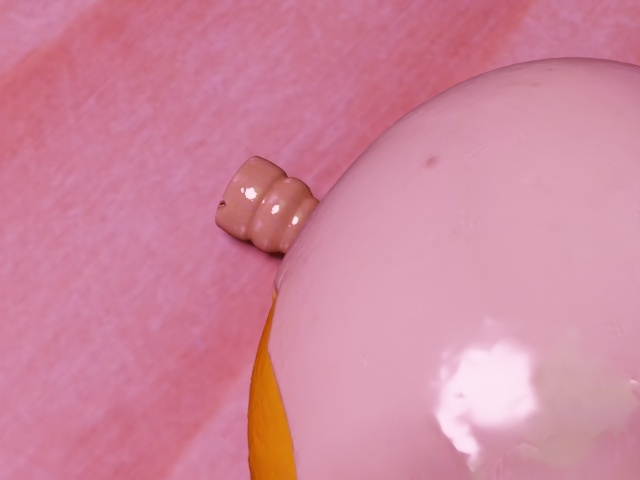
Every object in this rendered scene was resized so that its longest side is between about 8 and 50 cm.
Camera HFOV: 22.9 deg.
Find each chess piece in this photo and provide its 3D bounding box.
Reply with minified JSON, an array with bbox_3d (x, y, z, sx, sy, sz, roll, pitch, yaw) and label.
[{"bbox_3d":[0.000,0.000,0.924,0.122,0.066,0.066,28,71,11],"label":"chess piece"}]

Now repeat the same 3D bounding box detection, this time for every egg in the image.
[{"bbox_3d":[0.113,0.058,0.759,0.283,0.283,0.345,17,54,3],"label":"egg"}]
